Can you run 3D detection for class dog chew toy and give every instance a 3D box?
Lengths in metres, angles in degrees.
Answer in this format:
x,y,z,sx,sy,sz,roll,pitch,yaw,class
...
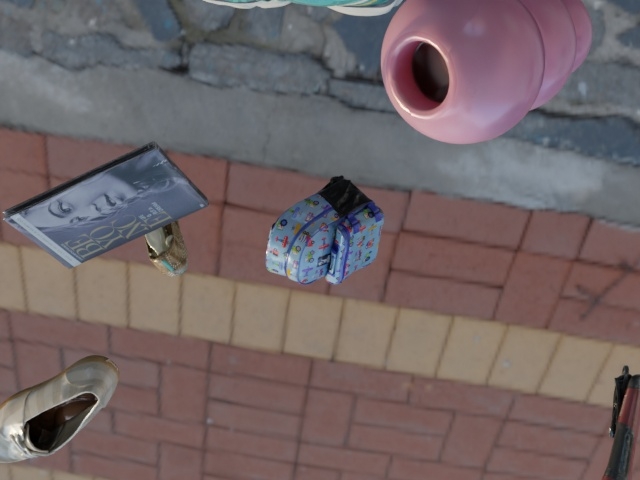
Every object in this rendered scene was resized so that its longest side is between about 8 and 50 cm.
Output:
x,y,z,sx,sy,sz,roll,pitch,yaw,class
0.231,-0.248,1.519,0.207,0.332,0.206,22,123,38,dog chew toy

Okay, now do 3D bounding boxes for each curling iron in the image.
x,y,z,sx,sy,sz,roll,pitch,yaw,class
0.278,0.248,1.106,0.035,0.274,0.068,4,152,21,curling iron

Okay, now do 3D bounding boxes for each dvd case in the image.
x,y,z,sx,sy,sz,roll,pitch,yaw,class
-0.278,-0.042,1.553,0.221,0.018,0.164,-23,150,9,dvd case

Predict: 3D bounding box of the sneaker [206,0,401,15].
x,y,z,sx,sy,sz,roll,pitch,yaw,class
-0.043,-0.297,1.249,0.275,0.110,0.107,8,103,21,sneaker

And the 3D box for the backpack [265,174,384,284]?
x,y,z,sx,sy,sz,roll,pitch,yaw,class
0.000,0.000,1.884,0.117,0.173,0.158,40,138,27,backpack

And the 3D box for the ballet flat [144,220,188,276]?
x,y,z,sx,sy,sz,roll,pitch,yaw,class
-0.271,-0.034,1.953,0.073,0.206,0.067,-34,146,10,ballet flat

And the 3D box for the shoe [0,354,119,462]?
x,y,z,sx,sy,sz,roll,pitch,yaw,class
-0.327,0.210,1.393,0.219,0.058,0.076,-36,120,24,shoe
